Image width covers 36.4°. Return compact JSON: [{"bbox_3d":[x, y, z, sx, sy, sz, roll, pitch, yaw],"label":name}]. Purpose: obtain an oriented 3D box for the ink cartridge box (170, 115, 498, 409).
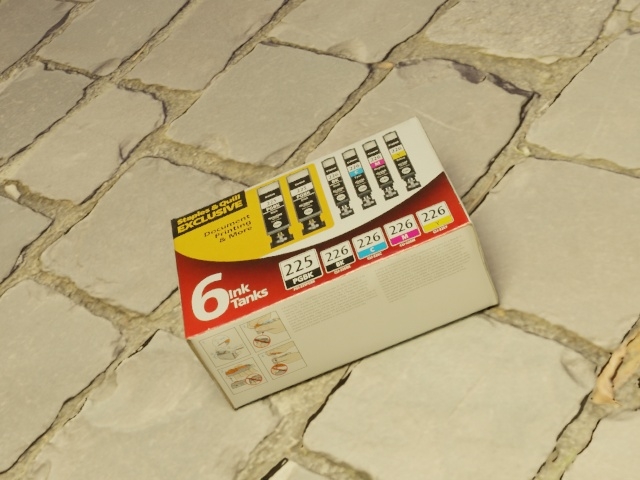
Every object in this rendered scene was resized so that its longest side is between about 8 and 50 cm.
[{"bbox_3d":[0.000,0.000,1.089,0.309,0.130,0.272,-23,40,4],"label":"ink cartridge box"}]
